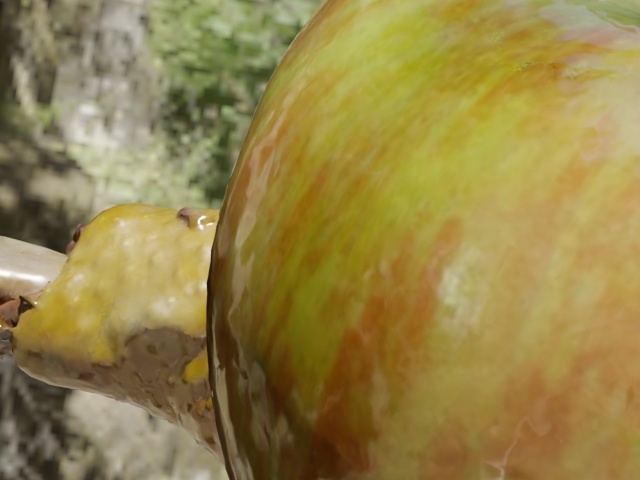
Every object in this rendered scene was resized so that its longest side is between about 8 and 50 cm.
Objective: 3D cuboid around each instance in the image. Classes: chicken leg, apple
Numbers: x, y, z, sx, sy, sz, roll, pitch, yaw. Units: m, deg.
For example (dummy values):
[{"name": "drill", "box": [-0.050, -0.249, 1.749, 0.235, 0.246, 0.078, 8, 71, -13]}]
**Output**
[{"name": "chicken leg", "box": [0.000, 0.000, 0.817, 0.409, 0.295, 0.182, 10, 36, 9]}, {"name": "apple", "box": [0.093, 0.033, 0.531, 0.264, 0.264, 0.264, 9, -5, 1]}]
